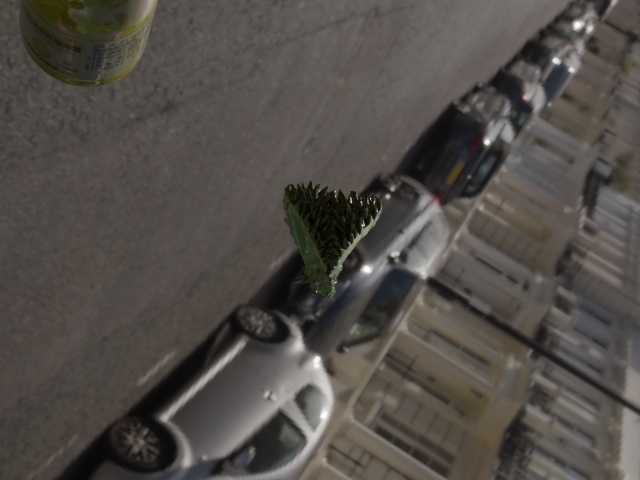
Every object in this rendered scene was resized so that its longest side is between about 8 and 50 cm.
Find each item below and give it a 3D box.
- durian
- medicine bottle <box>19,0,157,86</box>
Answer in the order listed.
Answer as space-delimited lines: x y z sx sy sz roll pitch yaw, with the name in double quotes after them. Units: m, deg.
0.000 0.000 0.851 0.215 0.086 0.100 143 -38 -83 "durian"
-0.203 -0.232 0.842 0.122 0.122 0.212 -55 -176 -24 "medicine bottle"
